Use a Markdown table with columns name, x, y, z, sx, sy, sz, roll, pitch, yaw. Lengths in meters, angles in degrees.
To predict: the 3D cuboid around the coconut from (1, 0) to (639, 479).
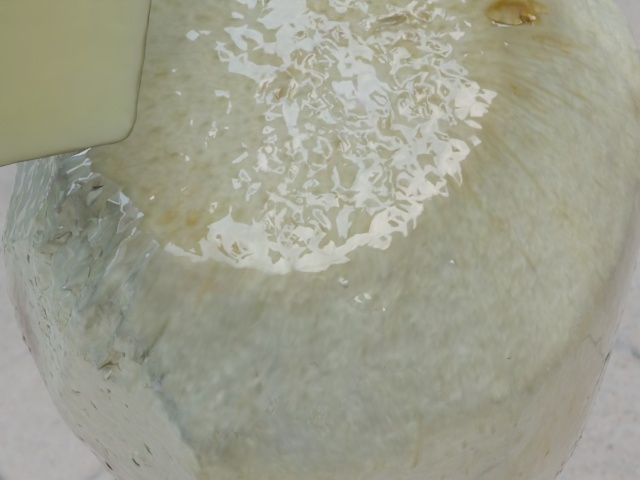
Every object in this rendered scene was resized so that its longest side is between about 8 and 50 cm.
| name | x | y | z | sx | sy | sz | roll | pitch | yaw |
| --- | --- | --- | --- | --- | --- | --- | --- | --- | --- |
| coconut | 0.000 | 0.000 | 0.783 | 0.345 | 0.415 | 0.415 | 16 | 40 | 9 |

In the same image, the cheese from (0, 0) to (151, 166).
| name | x | y | z | sx | sy | sz | roll | pitch | yaw |
| --- | --- | --- | --- | --- | --- | --- | --- | --- | --- |
| cheese | -0.153 | -0.192 | 0.521 | 0.124 | 0.242 | 0.265 | -6 | 37 | -32 |
